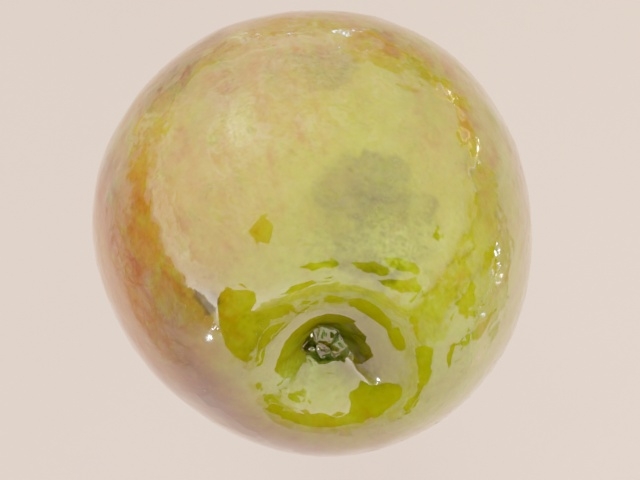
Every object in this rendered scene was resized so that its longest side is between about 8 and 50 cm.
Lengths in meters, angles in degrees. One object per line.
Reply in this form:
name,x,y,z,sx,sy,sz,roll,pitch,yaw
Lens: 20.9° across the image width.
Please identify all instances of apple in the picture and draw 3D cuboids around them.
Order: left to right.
apple,0.000,0.000,0.745,0.196,0.196,0.196,-1,-121,2
